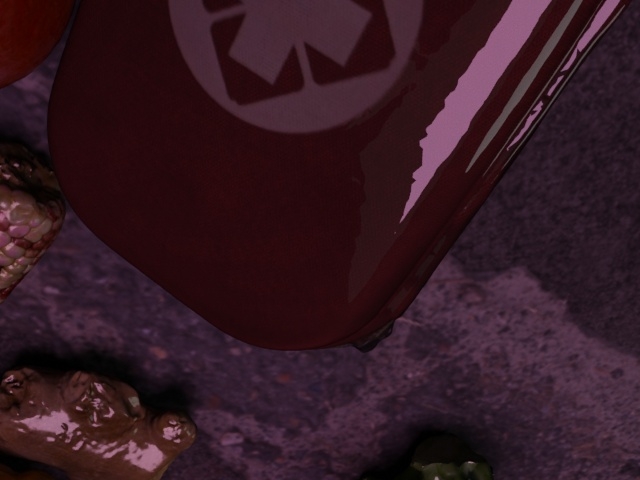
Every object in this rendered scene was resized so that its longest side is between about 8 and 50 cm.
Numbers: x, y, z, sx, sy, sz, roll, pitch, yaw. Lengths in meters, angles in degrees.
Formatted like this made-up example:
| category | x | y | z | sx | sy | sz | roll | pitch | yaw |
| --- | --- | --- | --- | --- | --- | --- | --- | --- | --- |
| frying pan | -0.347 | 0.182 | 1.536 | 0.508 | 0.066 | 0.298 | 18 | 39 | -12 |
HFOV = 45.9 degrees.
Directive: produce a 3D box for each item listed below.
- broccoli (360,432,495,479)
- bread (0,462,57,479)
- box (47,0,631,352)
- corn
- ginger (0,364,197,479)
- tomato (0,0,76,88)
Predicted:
| category | x | y | z | sx | sy | sz | roll | pitch | yaw |
| --- | --- | --- | --- | --- | --- | --- | --- | --- | --- |
| broccoli | 0.117 | 0.276 | 0.719 | 0.196 | 0.195 | 0.156 | 4 | 103 | -11 |
| bread | -0.305 | 0.334 | 0.689 | 0.185 | 0.109 | 0.380 | 26 | 126 | -20 |
| box | 0.003 | -0.127 | 0.405 | 0.263 | 0.108 | 0.403 | 35 | 115 | 8 |
| corn | -0.275 | 0.035 | 0.538 | 0.086 | 0.086 | 0.253 | 37 | 113 | -28 |
| ginger | -0.215 | 0.155 | 0.637 | 0.213 | 0.074 | 0.137 | 21 | 118 | -14 |
| tomato | -0.202 | -0.147 | 0.376 | 0.168 | 0.167 | 0.167 | -4 | 124 | -6 |
